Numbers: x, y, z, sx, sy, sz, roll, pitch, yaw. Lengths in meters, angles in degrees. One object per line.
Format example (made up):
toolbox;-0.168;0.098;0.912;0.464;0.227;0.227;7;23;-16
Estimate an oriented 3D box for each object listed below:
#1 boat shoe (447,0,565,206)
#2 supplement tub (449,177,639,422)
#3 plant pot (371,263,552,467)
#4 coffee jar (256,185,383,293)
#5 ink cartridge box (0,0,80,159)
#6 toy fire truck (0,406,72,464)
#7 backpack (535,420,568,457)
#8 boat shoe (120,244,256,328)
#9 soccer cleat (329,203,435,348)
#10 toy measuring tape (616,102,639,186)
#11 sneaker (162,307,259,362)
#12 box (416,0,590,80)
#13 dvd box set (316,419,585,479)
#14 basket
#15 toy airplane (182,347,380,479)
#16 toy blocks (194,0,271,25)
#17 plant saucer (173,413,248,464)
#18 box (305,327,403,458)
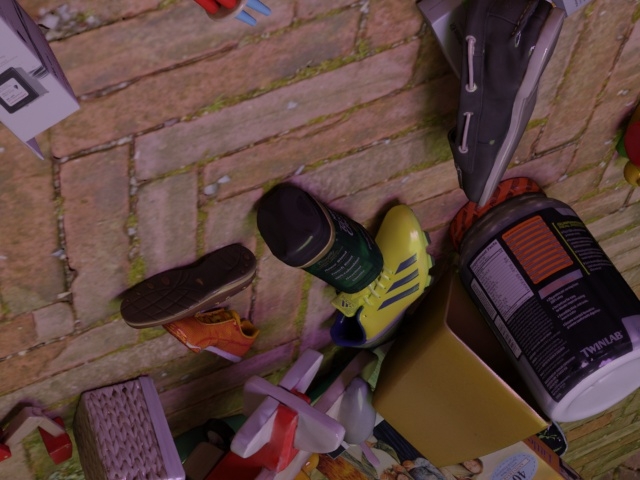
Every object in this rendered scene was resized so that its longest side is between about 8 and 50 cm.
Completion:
boat shoe;0.190;-0.161;1.282;0.112;0.095;0.335;-58;168;-28
supplement tub;0.320;0.077;1.584;0.193;0.316;0.193;-21;150;-13
plant pot;0.194;0.200;1.655;0.187;0.212;0.212;-42;-171;22
coffee jar;0.000;0.000;1.405;0.079;0.096;0.184;-41;149;13
ink cartridge box;-0.261;-0.155;0.928;0.060;0.104;0.180;-32;151;1
toy fire truck;-0.405;0.252;1.479;0.135;0.047;0.192;-23;149;-14
backpack;0.286;0.307;2.010;0.225;0.191;0.253;-36;116;9
boat shoe;-0.159;0.069;1.401;0.178;0.064;0.060;-24;148;-16
soccer cleat;0.078;0.062;1.576;0.121;0.093;0.289;-12;146;-18
toy measuring tape;0.508;-0.180;1.563;0.121;0.121;0.330;-14;146;-27
sneaker;-0.147;0.114;1.502;0.067;0.064;0.175;-58;150;7
box;0.209;-0.265;1.245;0.186;0.038;0.145;-33;151;7
dvd box set;0.207;0.387;1.924;0.307;0.420;0.062;-43;-170;23
basket;-0.265;0.286;1.541;0.103;0.167;0.113;-6;143;-28
toy airplane;-0.047;0.333;1.594;0.386;0.272;0.384;-48;178;6
toy blocks;-0.073;-0.244;0.966;0.123;0.054;0.148;-39;148;21
plant saucer;-0.189;0.396;1.898;0.317;0.044;0.318;-22;150;-13
box;0.075;0.235;1.814;0.244;0.100;0.060;-42;-171;21
